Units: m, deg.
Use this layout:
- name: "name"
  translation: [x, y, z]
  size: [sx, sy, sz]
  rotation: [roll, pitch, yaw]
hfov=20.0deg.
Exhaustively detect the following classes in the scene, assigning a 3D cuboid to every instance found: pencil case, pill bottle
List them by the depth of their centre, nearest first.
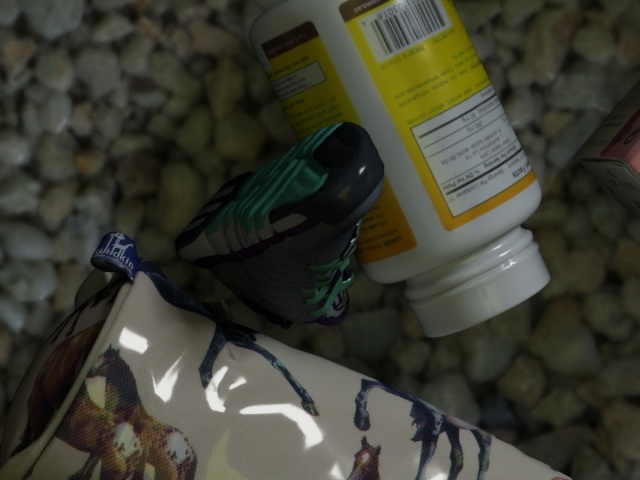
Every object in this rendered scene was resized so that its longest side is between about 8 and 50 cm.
- name: "pencil case"
  translation: [0.022, 0.151, 1.043]
  size: [0.410, 0.160, 0.183]
  rotation: [26, 48, -10]
- name: "pill bottle"
  translation: [0.053, -0.056, 1.064]
  size: [0.117, 0.117, 0.215]
  rotation: [-26, 95, -3]

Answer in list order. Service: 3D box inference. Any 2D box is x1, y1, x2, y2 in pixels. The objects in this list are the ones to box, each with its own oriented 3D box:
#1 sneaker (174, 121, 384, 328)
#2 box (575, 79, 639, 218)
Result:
- name: "sneaker"
  translation: [0.000, 0.000, 1.018]
  size: [0.098, 0.224, 0.083]
  rotation: [45, 70, -11]
- name: "box"
  translation: [0.291, -0.086, 1.080]
  size: [0.148, 0.127, 0.232]
  rotation: [41, 89, -6]
